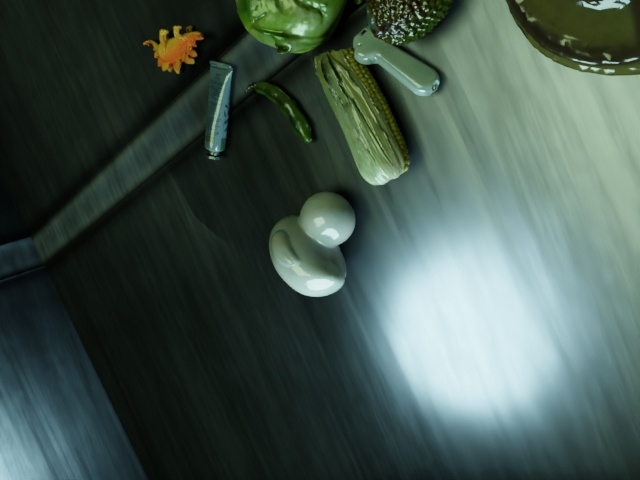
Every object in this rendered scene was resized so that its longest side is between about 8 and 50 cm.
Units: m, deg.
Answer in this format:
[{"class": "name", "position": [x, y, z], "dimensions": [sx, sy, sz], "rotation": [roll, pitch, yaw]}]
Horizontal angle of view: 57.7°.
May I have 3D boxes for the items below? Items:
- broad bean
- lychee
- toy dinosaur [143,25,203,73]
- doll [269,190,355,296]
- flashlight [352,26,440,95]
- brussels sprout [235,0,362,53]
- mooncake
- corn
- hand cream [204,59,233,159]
[{"class": "broad bean", "position": [-0.092, -0.323, 1.406], "dimensions": [0.227, 0.039, 0.069], "rotation": [43, 122, 18]}, {"class": "lychee", "position": [0.167, -0.450, 1.083], "dimensions": [0.171, 0.171, 0.171], "rotation": [15, 115, 34]}, {"class": "toy dinosaur", "position": [-0.398, -0.508, 1.561], "dimensions": [0.289, 0.071, 0.117], "rotation": [4, 110, 42]}, {"class": "doll", "position": [0.000, 0.000, 1.365], "dimensions": [0.221, 0.221, 0.250], "rotation": [-48, 42, 39]}, {"class": "flashlight", "position": [0.155, -0.360, 1.177], "dimensions": [0.200, 0.093, 0.047], "rotation": [39, 164, 13]}, {"class": "brussels sprout", "position": [-0.052, -0.518, 1.182], "dimensions": [0.294, 0.227, 0.259], "rotation": [40, 113, 29]}, {"class": "mooncake", "position": [0.448, -0.441, 0.807], "dimensions": [0.393, 0.246, 0.393], "rotation": [57, 137, 11]}, {"class": "corn", "position": [0.085, -0.263, 1.233], "dimensions": [0.122, 0.123, 0.305], "rotation": [-28, 88, 43]}, {"class": "hand cream", "position": [-0.273, -0.340, 1.534], "dimensions": [0.088, 0.055, 0.255], "rotation": [27, 120, 37]}]
